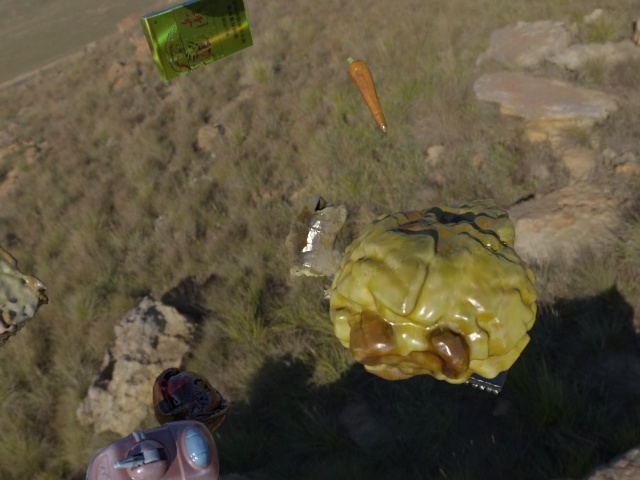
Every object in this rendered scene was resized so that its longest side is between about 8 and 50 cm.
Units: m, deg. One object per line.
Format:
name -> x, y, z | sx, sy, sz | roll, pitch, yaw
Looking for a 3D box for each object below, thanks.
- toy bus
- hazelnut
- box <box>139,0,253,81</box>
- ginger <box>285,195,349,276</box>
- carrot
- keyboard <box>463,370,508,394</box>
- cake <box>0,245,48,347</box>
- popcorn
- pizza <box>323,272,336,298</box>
toy bus -> -0.348, 0.498, 1.213 | 0.294, 0.232, 0.197 | 0, 51, -36
hazelnut -> -0.338, 0.424, 1.451 | 0.202, 0.160, 0.170 | 9, 33, 10
box -> -0.336, -0.584, 1.560 | 0.311, 0.173, 0.043 | -34, 41, -30
ginger -> 0.000, 0.000, 1.739 | 0.221, 0.130, 0.275 | 39, 103, 15
carrot -> 0.143, -0.416, 1.588 | 0.061, 0.061, 0.256 | -24, 78, -4
keyboard -> 0.229, 0.243, 1.175 | 0.317, 0.027, 0.106 | 14, 30, 25
cake -> -0.679, 0.120, 0.910 | 0.307, 0.293, 0.314 | -44, 6, -40
popcorn -> 0.168, 0.057, 0.766 | 0.265, 0.225, 0.332 | 28, 51, 25
pizza -> 0.077, 0.117, 1.436 | 0.160, 0.035, 0.099 | -10, 30, -13
